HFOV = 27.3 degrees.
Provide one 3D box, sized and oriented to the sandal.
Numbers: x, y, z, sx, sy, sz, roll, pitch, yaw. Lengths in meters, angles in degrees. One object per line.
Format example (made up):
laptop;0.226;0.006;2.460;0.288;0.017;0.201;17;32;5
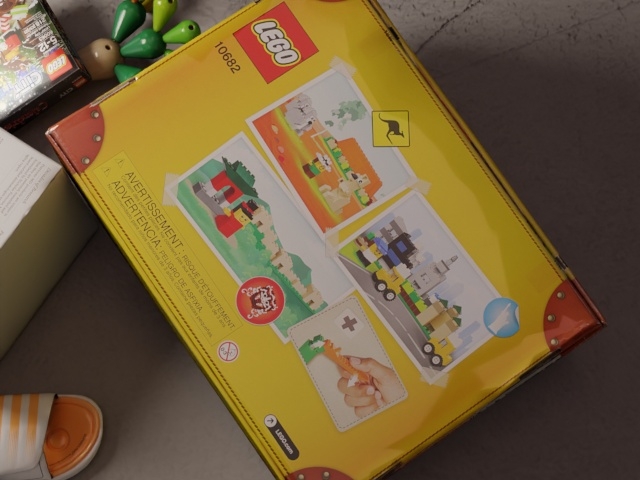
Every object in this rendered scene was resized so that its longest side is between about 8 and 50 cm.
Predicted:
sandal;-0.378;0.225;1.471;0.265;0.076;0.101;-5;73;0

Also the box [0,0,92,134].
box;-0.414;-0.200;1.596;0.233;0.044;0.159;-34;73;5

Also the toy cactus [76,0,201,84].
toy cactus;-0.225;-0.235;1.615;0.181;0.112;0.218;-16;74;16

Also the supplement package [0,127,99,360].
supplement package;-0.396;0.021;1.469;0.145;0.204;0.262;32;76;12

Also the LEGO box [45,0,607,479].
LEGO box;0.000;0.000;1.433;0.372;0.193;0.500;-34;84;-9
